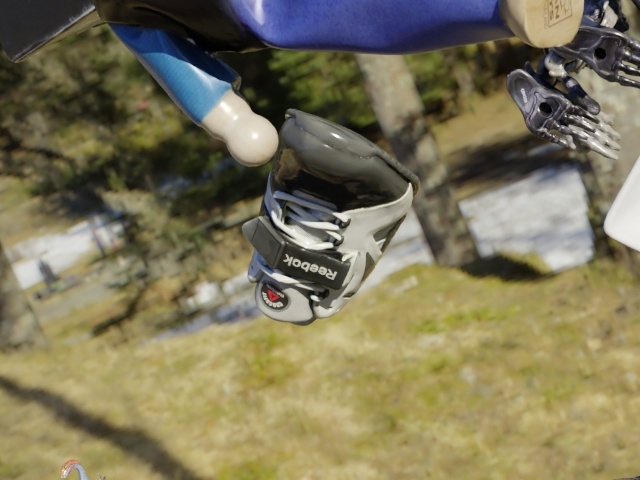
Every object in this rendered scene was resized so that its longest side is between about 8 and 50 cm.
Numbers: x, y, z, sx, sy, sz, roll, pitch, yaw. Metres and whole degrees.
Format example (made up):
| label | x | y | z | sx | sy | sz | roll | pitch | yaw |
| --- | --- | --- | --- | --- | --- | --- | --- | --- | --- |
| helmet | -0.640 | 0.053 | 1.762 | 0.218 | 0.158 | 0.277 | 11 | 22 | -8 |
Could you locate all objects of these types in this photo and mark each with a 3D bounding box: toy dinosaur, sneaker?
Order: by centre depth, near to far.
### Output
| label | x | y | z | sx | sy | sz | roll | pitch | yaw |
| --- | --- | --- | --- | --- | --- | --- | --- | --- | --- |
| sneaker | 0.000 | 0.000 | 1.161 | 0.146 | 0.122 | 0.330 | -60 | -11 | -14 |
| toy dinosaur | -0.258 | 0.280 | 1.473 | 0.047 | 0.082 | 0.090 | -19 | -14 | -24 |

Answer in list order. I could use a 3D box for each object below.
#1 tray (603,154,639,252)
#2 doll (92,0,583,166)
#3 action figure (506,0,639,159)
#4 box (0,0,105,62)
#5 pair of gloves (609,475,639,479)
| label | x | y | z | sx | sy | sz | roll | pitch | yaw |
| --- | --- | --- | --- | --- | --- | --- | --- | --- | --- |
| tray | 0.273 | -0.095 | 0.727 | 0.270 | 0.145 | 0.030 | -63 | 9 | 12 |
| doll | -0.023 | -0.082 | 0.379 | 0.189 | 0.129 | 0.046 | 8 | 30 | 31 |
| action figure | 0.256 | -0.156 | 1.218 | 0.164 | 0.141 | 0.275 | -52 | -2 | 27 |
| box | -0.117 | -0.342 | 0.890 | 0.312 | 0.343 | 0.179 | -31 | 9 | -37 |
| pair of gloves | 0.203 | 0.164 | 0.825 | 0.074 | 0.010 | 0.083 | -7 | 16 | -23 |
